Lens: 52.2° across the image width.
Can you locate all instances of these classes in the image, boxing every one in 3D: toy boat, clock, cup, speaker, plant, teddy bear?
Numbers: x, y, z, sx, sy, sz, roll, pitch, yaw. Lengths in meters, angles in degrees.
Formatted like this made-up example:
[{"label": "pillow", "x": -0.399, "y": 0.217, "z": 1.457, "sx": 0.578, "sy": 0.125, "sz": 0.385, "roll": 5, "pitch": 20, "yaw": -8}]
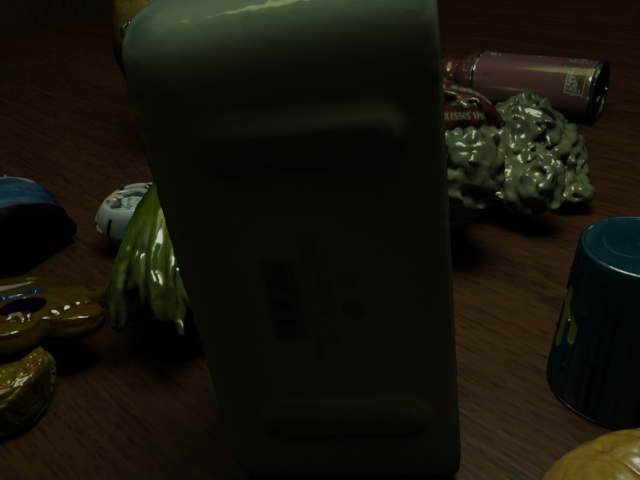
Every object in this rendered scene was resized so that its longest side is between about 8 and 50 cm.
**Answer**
[{"label": "toy boat", "x": -0.451, "y": -0.022, "z": 0.852, "sx": 0.142, "sy": 0.129, "sz": 0.309, "roll": 27, "pitch": 20, "yaw": 14}, {"label": "clock", "x": -0.221, "y": -0.026, "z": 0.899, "sx": 0.176, "sy": 0.080, "sz": 0.117, "roll": -7, "pitch": 31, "yaw": -8}, {"label": "cup", "x": 0.283, "y": 0.059, "z": 0.606, "sx": 0.131, "sy": 0.155, "sz": 0.176, "roll": 1, "pitch": 32, "yaw": 8}, {"label": "speaker", "x": 0.000, "y": 0.000, "z": 0.506, "sx": 0.184, "sy": 0.406, "sz": 0.183, "roll": -6, "pitch": 29, "yaw": 6}, {"label": "plant", "x": -0.135, "y": -0.057, "z": 0.717, "sx": 0.180, "sy": 0.333, "sz": 0.251, "roll": 3, "pitch": 14, "yaw": -18}, {"label": "teddy bear", "x": 0.227, "y": -0.152, "z": 0.939, "sx": 0.368, "sy": 0.224, "sz": 0.357, "roll": -15, "pitch": 45, "yaw": -22}]

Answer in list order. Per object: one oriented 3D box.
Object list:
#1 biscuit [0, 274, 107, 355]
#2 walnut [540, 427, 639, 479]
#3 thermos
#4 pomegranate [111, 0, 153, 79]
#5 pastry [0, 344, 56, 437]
[{"label": "biscuit", "x": -0.336, "y": 0.073, "z": 0.731, "sx": 0.180, "sy": 0.039, "sz": 0.236, "roll": -14, "pitch": 15, "yaw": -37}, {"label": "walnut", "x": 0.225, "y": 0.194, "z": 0.403, "sx": 0.144, "sy": 0.144, "sz": 0.180, "roll": -21, "pitch": 25, "yaw": -26}, {"label": "thermos", "x": 0.387, "y": -0.317, "z": 1.292, "sx": 0.330, "sy": 0.109, "sz": 0.136, "roll": 16, "pitch": 36, "yaw": 32}, {"label": "pomegranate", "x": -0.167, "y": -0.364, "z": 1.174, "sx": 0.417, "sy": 0.416, "sz": 0.416, "roll": -3, "pitch": 30, "yaw": 2}, {"label": "pastry", "x": -0.313, "y": 0.144, "z": 0.638, "sx": 0.109, "sy": 0.057, "sz": 0.097, "roll": -18, "pitch": 31, "yaw": -25}]
